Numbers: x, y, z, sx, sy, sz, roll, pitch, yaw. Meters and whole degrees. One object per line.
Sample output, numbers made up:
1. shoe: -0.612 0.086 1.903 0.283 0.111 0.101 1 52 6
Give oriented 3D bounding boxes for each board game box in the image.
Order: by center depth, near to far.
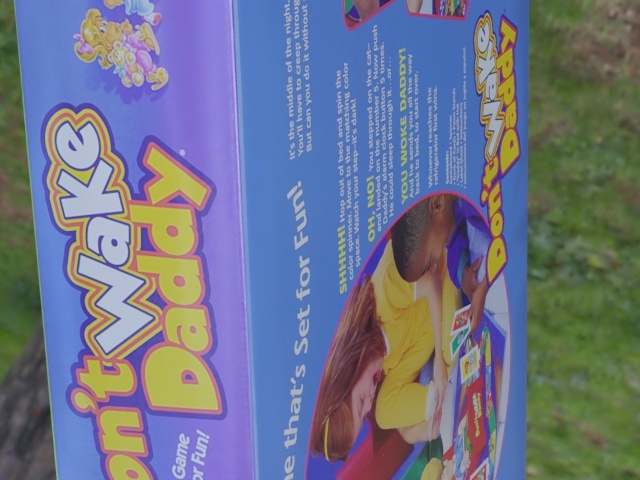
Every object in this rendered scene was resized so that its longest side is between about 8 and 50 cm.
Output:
1. board game box: 0.000 0.000 0.555 0.078 0.347 0.233 8 -161 27
